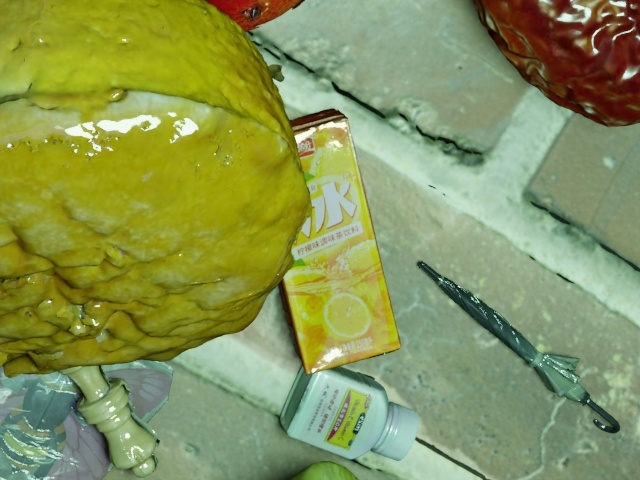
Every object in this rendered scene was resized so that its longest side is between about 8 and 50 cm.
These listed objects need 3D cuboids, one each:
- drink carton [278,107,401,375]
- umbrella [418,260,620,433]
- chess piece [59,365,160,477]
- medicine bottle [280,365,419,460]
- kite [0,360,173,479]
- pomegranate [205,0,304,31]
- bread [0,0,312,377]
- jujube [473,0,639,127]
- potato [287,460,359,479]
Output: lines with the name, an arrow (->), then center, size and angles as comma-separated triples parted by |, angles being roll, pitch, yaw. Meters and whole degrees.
drink carton -> 0.000, 0.000, 1.653 | 0.096, 0.071, 0.223 | -15, 105, -6
umbrella -> 0.199, 0.100, 1.730 | 0.269, 0.044, 0.044 | 41, 62, -17
chess piece -> -0.199, 0.143, 1.646 | 0.060, 0.060, 0.172 | -31, 107, -3
medicine bottle -> 0.030, 0.165, 1.703 | 0.118, 0.055, 0.074 | 23, 96, -15
kite -> -0.291, 0.219, 1.671 | 0.204, 0.022, 0.360 | 27, 92, -15
pomegranate -> -0.085, -0.285, 1.509 | 0.210, 0.210, 0.235 | 22, 65, -15
bread -> -0.205, -0.041, 1.458 | 0.398, 0.398, 0.215 | 1, 58, -11
jujube -> 0.249, -0.224, 1.592 | 0.232, 0.213, 0.213 | 41, 92, -18
potato -> -0.054, 0.376, 1.677 | 0.280, 0.213, 0.330 | -26, 121, 11
